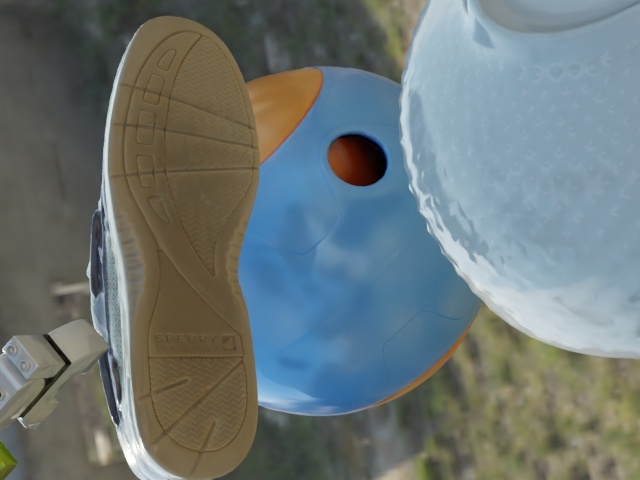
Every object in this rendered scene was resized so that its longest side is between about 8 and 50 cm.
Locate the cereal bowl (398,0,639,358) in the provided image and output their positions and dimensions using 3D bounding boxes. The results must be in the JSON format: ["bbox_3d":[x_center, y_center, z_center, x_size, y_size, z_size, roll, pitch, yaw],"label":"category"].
[{"bbox_3d":[0.176,-0.117,0.863,0.141,0.339,0.339,47,-171,-36],"label":"cereal bowl"}]

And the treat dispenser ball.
[{"bbox_3d":[0.000,0.000,1.410,0.288,0.288,0.288,169,90,-77],"label":"treat dispenser ball"}]

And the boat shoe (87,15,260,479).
[{"bbox_3d":[-0.095,0.007,1.022,0.092,0.102,0.285,-29,61,53],"label":"boat shoe"}]

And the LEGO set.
[{"bbox_3d":[-0.176,0.143,0.775,0.087,0.227,0.093,47,-164,17],"label":"LEGO set"}]
